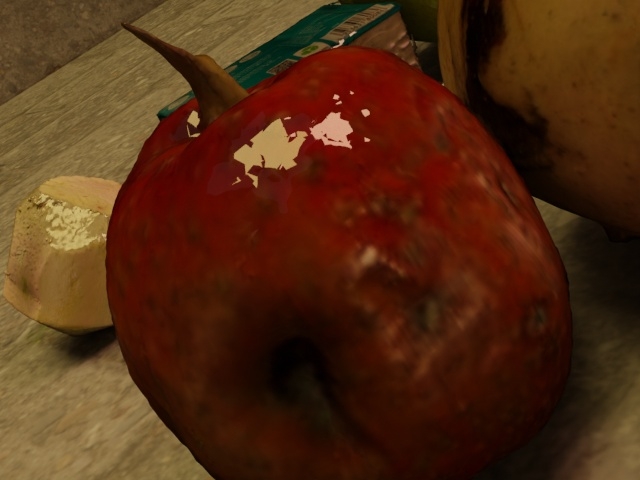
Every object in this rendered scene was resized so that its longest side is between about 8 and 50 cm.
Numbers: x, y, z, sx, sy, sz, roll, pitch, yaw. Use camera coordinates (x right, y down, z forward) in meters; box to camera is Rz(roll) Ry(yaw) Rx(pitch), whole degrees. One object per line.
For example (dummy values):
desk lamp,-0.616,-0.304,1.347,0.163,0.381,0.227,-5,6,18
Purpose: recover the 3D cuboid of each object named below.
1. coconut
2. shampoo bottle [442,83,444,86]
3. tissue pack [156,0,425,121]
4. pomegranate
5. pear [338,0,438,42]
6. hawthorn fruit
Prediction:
coconut,-0.236,0.023,0.868,0.147,0.152,0.147,15,20,-5
shampoo bottle,0.173,-0.114,0.820,0.108,0.051,0.221,-28,25,-3
tissue pack,-0.032,-0.156,1.010,0.271,0.134,0.192,-35,25,-17
pomegranate,0.222,-0.133,0.521,0.322,0.322,0.322,-23,25,11
pear,0.152,-0.347,1.048,0.318,0.238,0.342,-8,23,29
hawthorn fruit,0.011,0.020,0.494,0.258,0.261,0.258,-11,-12,-2
